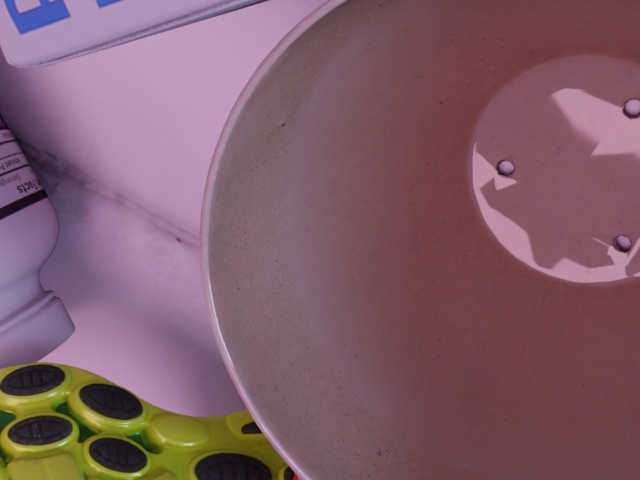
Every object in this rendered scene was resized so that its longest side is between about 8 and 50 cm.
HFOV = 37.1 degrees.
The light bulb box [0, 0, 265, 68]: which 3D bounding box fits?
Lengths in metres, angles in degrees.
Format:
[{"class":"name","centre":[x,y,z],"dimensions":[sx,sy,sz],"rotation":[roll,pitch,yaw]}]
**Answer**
[{"class":"light bulb box","centre":[0.014,-0.294,0.358],"dimensions":[0.361,0.225,0.357],"rotation":[-10,107,29]}]

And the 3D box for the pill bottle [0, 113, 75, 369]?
[{"class":"pill bottle","centre":[-0.297,-0.049,0.631],"dimensions":[0.182,0.181,0.322],"rotation":[-21,101,30]}]

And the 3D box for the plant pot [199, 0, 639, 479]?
[{"class":"plant pot","centre":[0.112,-0.004,0.456],"dimensions":[0.284,0.191,0.284],"rotation":[9,114,21]}]

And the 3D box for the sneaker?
[{"class":"sneaker","centre":[-0.109,0.159,0.615],"dimensions":[0.296,0.109,0.123],"rotation":[13,136,-21]}]

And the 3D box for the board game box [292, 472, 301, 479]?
[{"class":"board game box","centre":[0.043,0.203,0.606],"dimensions":[0.045,0.147,0.193],"rotation":[48,133,48]}]
